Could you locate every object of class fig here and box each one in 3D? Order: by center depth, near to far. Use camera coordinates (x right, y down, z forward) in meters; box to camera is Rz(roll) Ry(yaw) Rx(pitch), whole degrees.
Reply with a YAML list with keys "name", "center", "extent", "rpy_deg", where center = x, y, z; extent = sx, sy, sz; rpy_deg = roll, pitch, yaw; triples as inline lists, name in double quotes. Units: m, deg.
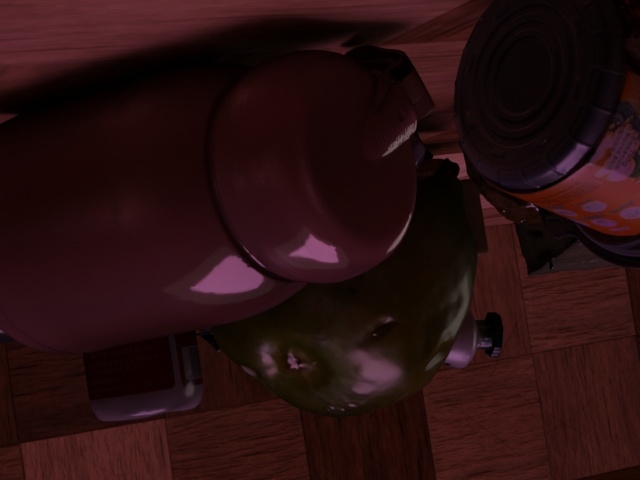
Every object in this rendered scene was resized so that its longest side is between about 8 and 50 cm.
- name: "fig"
  center: [0.046, 0.013, 1.413]
  extent: [0.233, 0.314, 0.233]
  rpy_deg: [29, 165, 9]

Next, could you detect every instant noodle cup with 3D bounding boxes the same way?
- name: "instant noodle cup"
  center: [0.157, -0.082, 0.860]
  extent: [0.125, 0.178, 0.208]
  rpy_deg: [13, 127, -35]

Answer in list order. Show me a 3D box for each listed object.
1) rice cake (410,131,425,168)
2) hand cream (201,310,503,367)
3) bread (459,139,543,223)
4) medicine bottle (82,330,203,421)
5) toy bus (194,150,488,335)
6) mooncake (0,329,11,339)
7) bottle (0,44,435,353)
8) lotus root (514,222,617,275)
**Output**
- name: "rice cake"
  center: [-0.052, -0.066, 1.383]
  extent: [0.297, 0.050, 0.106]
  rpy_deg: [-9, -175, 5]
- name: "hand cream"
  center: [0.038, 0.109, 1.697]
  extent: [0.335, 0.076, 0.121]
  rpy_deg: [0, 178, -10]
- name: "bread"
  center: [0.239, -0.080, 1.373]
  extent: [0.229, 0.123, 0.230]
  rpy_deg: [-10, 179, 0]
- name: "medicine bottle"
  center: [-0.211, 0.073, 1.701]
  extent: [0.131, 0.250, 0.131]
  rpy_deg: [-9, 177, -1]
- name: "toy bus"
  center: [0.000, 0.000, 1.646]
  extent: [0.365, 0.177, 0.201]
  rpy_deg: [-7, 177, -41]
- name: "mooncake"
  center: [-0.373, 0.039, 1.539]
  extent: [0.306, 0.154, 0.306]
  rpy_deg: [-7, 177, 0]
- name: "bottle"
  center: [-0.077, -0.039, 0.982]
  extent: [0.296, 0.173, 0.206]
  rpy_deg: [-14, -154, 38]
- name: "lotus root"
  center: [0.375, -0.077, 1.628]
  extent: [0.260, 0.149, 0.267]
  rpy_deg: [-8, 164, -21]
